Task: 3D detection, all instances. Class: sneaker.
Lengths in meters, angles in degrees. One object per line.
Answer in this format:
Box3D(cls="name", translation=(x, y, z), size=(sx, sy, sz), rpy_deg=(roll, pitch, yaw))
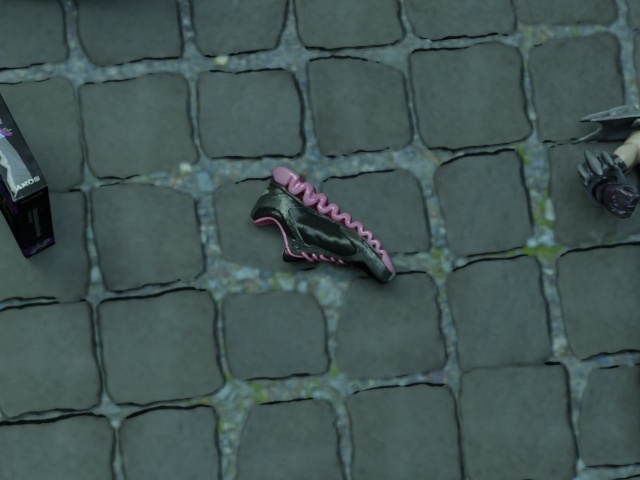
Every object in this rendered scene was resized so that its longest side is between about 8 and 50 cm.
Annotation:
Box3D(cls="sneaker", translation=(0.000, 0.000, 1.348), size=(0.119, 0.047, 0.057), rpy_deg=(38, 83, 11))

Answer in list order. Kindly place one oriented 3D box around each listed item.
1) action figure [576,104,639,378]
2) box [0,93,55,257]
Box3D(cls="action figure", translation=(0.280, -0.005, 1.346), size=(0.185, 0.099, 0.285), rpy_deg=(-3, 73, 3))
Box3D(cls="box", translation=(-0.221, -0.060, 1.277), size=(0.029, 0.162, 0.116), rpy_deg=(-27, 81, -11))
